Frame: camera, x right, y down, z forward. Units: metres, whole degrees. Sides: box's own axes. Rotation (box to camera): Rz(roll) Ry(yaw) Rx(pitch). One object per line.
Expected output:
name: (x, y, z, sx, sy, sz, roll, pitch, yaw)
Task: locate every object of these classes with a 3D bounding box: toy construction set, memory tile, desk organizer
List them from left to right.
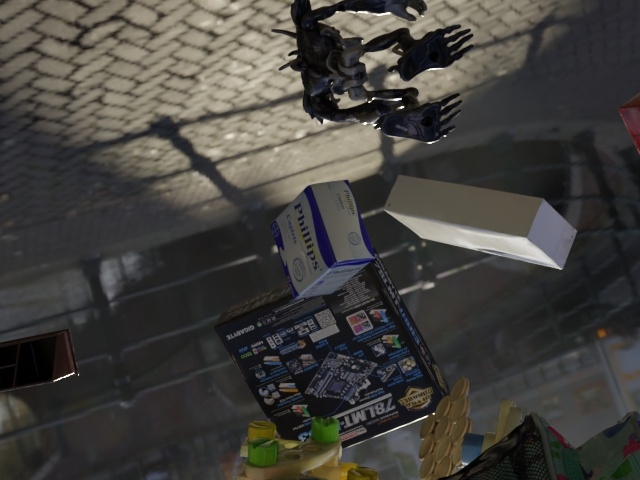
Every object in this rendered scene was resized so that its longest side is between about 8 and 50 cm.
desk organizer: (-0.310, 0.124, 0.925, 0.130, 0.047, 0.050, -12, 180, 11)
toy construction set: (0.057, 0.244, 0.897, 0.327, 0.151, 0.215, -9, -179, 20)
memory tile: (0.154, 0.246, 1.165, 0.113, 0.012, 0.148, -57, -168, 29)

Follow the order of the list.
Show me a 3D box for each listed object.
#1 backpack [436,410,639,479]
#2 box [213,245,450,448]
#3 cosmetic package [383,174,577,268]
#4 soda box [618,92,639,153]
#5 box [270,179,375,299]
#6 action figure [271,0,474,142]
backpack: (0.181, 0.245, 0.543, 0.191, 0.225, 0.253, -37, -157, 26)
box: (0.021, 0.197, 1.563, 0.295, 0.293, 0.073, -25, -163, 17)
cosmetic package: (0.205, -0.029, 1.238, 0.239, 0.060, 0.099, 14, 168, 46)
soda box: (0.426, -0.122, 0.938, 0.083, 0.092, 0.263, -36, -164, -17)
box: (0.000, 0.000, 1.355, 0.072, 0.126, 0.137, -7, 158, -32)
action figure: (0.056, -0.191, 1.024, 0.141, 0.164, 0.275, -15, -152, -26)
